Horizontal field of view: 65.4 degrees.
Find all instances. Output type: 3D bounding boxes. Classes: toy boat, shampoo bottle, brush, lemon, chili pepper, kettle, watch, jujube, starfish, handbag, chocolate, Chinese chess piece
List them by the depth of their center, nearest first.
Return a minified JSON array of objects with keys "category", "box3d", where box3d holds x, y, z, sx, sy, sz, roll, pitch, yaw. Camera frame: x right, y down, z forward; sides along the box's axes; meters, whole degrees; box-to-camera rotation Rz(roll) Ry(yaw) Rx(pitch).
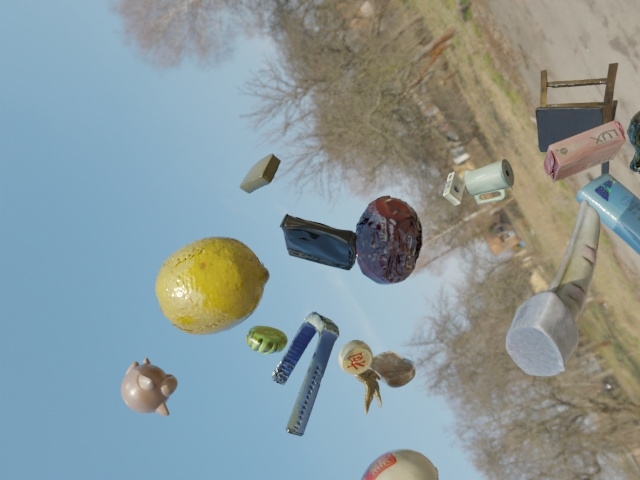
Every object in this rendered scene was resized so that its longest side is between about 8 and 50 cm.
[{"category":"toy boat","box3d":[0.439,0.121,0.915,0.111,0.293,0.275,26,144,31]},{"category":"shampoo bottle","box3d":[0.689,-0.036,1.085,0.258,0.104,0.061,52,162,26]},{"category":"lemon","box3d":[-0.279,0.117,1.307,0.258,0.311,0.257,-18,-90,-77]},{"category":"watch","box3d":[-0.039,0.348,1.387,0.068,0.274,0.276,30,-174,-21]},{"category":"handbag","box3d":[0.000,0.000,1.620,0.223,0.247,0.080,87,-161,-63]},{"category":"chili pepper","box3d":[1.131,-0.327,1.714,0.264,0.116,0.148,48,-117,-15]},{"category":"Chinese chess piece","box3d":[0.122,0.406,1.729,0.122,0.122,0.051,49,-179,-26]},{"category":"kettle","box3d":[0.591,-0.207,1.737,0.127,0.148,0.098,38,-127,-34]},{"category":"jujube","box3d":[0.250,0.003,1.853,0.258,0.259,0.376,-101,12,-46]},{"category":"starfish","box3d":[0.178,0.542,1.935,0.236,0.062,0.277,38,-154,-42]},{"category":"brush","box3d":[-0.239,-0.263,1.980,0.059,0.197,0.123,36,-117,-24]},{"category":"chocolate","box3d":[0.304,0.558,2.118,0.254,0.157,0.080,-163,56,-71]}]

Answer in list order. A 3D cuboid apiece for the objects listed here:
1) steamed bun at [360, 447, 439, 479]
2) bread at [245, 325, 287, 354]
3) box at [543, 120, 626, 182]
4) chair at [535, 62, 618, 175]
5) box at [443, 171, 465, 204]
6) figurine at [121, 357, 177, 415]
[{"category":"steamed bun","box3d":[0.264,0.947,1.860,0.242,0.374,0.374,29,-165,11]},{"category":"bread","box3d":[-0.177,0.325,1.618,0.130,0.071,0.139,22,-170,13]},{"category":"box","box3d":[0.591,-0.199,1.127,0.111,0.156,0.059,41,-151,-69]},{"category":"chair","box3d":[0.826,-0.362,1.636,0.203,0.241,0.415,57,-132,-46]},{"category":"box","box3d":[0.391,-0.151,1.452,0.054,0.024,0.083,35,-121,-23]},{"category":"figurine","box3d":[-0.420,0.360,1.216,0.125,0.138,0.125,-9,-77,-44]}]
